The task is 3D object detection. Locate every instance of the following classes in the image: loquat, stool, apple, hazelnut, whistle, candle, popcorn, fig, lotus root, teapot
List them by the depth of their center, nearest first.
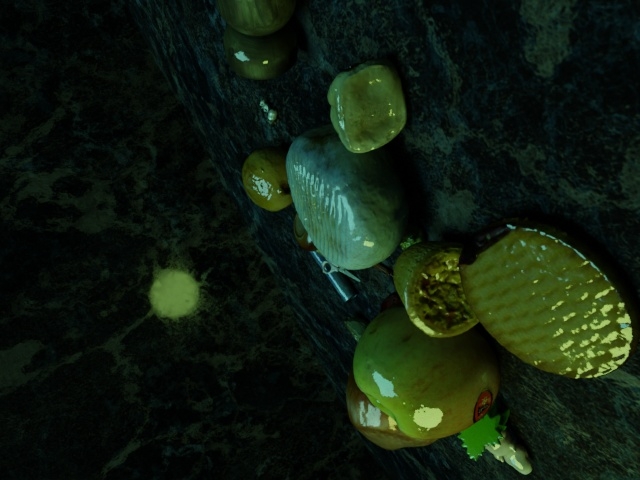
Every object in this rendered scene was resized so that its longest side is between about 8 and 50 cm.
[{"bbox_3d":[-0.141,-0.522,1.095,0.179,0.179,0.264,52,162,22],"label":"stool"},{"bbox_3d":[0.216,-0.004,1.175,0.068,0.059,0.083,57,172,8],"label":"popcorn"},{"bbox_3d":[0.251,0.320,1.204,0.338,0.305,0.338,49,159,26],"label":"apple"},{"bbox_3d":[0.222,0.216,1.432,0.128,0.150,0.128,48,-153,-35],"label":"fig"},{"bbox_3d":[0.189,0.086,1.472,0.167,0.021,0.026,34,130,57],"label":"candle"},{"bbox_3d":[0.239,0.464,1.538,0.372,0.315,0.372,3,94,53],"label":"hazelnut"},{"bbox_3d":[-0.016,-0.064,1.650,0.178,0.135,0.252,-59,36,34],"label":"teapot"},{"bbox_3d":[-0.168,-0.213,1.682,0.238,0.193,0.238,58,167,21],"label":"loquat"},{"bbox_3d":[0.034,0.099,1.878,0.304,0.062,0.062,55,163,15],"label":"whistle"},{"bbox_3d":[0.159,0.352,1.943,0.144,0.070,0.143,47,166,24],"label":"lotus root"}]

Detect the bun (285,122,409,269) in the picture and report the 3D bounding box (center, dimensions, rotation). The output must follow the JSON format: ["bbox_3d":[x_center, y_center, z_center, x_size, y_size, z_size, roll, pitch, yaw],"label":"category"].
[{"bbox_3d":[0.065,-0.107,1.155,0.362,0.211,0.362,50,158,29],"label":"bun"}]

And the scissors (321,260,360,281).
[{"bbox_3d":[0.076,0.104,1.793,0.189,0.015,0.100,31,111,34],"label":"scissors"}]

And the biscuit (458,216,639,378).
[{"bbox_3d":[0.377,0.101,0.844,0.318,0.040,0.318,40,149,30],"label":"biscuit"}]

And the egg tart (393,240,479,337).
[{"bbox_3d":[0.245,0.091,1.042,0.202,0.203,0.147,64,172,-16],"label":"egg tart"}]

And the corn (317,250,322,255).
[{"bbox_3d":[0.000,0.000,1.777,0.231,0.080,0.080,39,154,44],"label":"corn"}]

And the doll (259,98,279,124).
[{"bbox_3d":[-0.169,-0.418,1.600,0.085,0.040,0.058,44,145,30],"label":"doll"}]

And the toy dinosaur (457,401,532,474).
[{"bbox_3d":[0.470,0.502,1.279,0.177,0.152,0.194,22,-157,-41],"label":"toy dinosaur"}]

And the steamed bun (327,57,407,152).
[{"bbox_3d":[0.079,-0.282,0.985,0.155,0.141,0.172,-121,13,-55],"label":"steamed bun"}]
